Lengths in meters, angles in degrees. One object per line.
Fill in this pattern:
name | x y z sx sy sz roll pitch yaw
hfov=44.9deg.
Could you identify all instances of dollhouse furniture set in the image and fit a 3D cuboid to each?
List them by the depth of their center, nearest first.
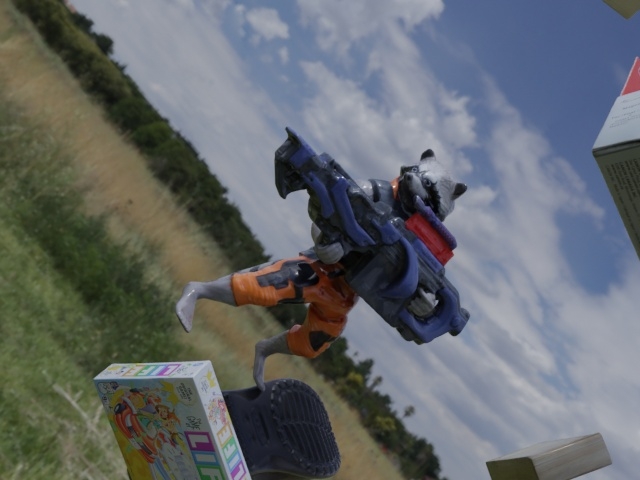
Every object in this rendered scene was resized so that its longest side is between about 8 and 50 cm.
dollhouse furniture set | 0.336 0.397 1.036 0.161 0.212 0.242 121 -47 -68

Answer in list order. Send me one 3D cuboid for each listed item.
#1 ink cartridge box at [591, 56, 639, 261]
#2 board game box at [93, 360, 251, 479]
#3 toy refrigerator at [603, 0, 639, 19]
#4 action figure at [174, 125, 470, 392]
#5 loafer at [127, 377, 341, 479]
ink cartridge box | 0.401 -0.047 0.856 0.060 0.239 0.275 -13 -63 41
board game box | -0.114 0.172 0.629 0.026 0.103 0.154 -42 120 -57
toy refrigerator | 0.501 -0.487 1.294 0.094 0.102 0.269 32 39 -14
action figure | 0.000 0.000 0.847 0.341 0.330 0.178 55 6 -38
loafer | -0.101 0.250 0.967 0.366 0.130 0.134 24 43 -56
